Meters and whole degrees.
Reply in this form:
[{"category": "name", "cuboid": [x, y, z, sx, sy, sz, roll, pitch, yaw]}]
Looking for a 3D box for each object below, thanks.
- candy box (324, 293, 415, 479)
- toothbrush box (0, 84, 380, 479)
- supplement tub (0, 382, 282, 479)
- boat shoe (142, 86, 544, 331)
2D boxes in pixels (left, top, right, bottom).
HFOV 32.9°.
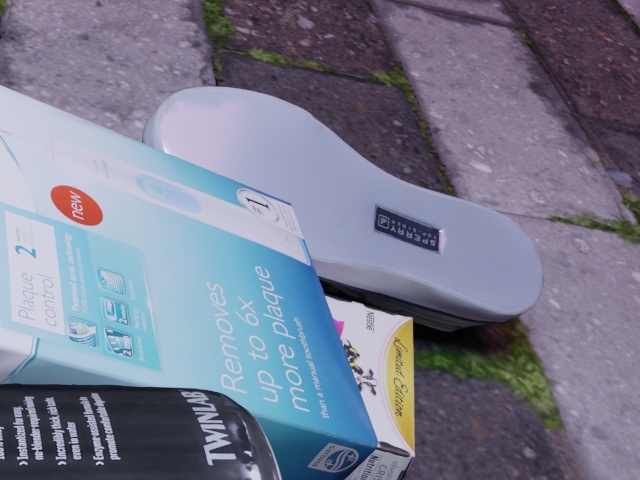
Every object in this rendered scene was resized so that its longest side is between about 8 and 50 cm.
[{"category": "candy box", "cuboid": [-0.048, 0.100, 0.821, 0.233, 0.071, 0.159, 16, 34, -8]}, {"category": "toothbrush box", "cuboid": [-0.139, 0.040, 0.613, 0.295, 0.126, 0.216, 21, 32, -33]}, {"category": "supplement tub", "cuboid": [-0.181, 0.149, 0.412, 0.316, 0.193, 0.193, 5, 38, -22]}, {"category": "boat shoe", "cuboid": [0.003, -0.007, 0.937, 0.367, 0.156, 0.136, 20, 61, -22]}]
